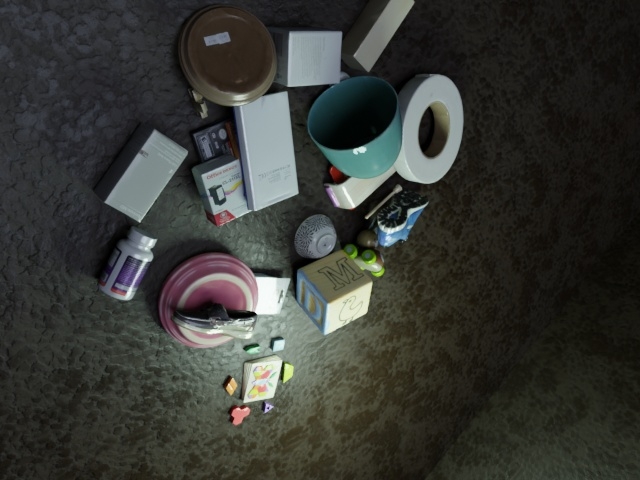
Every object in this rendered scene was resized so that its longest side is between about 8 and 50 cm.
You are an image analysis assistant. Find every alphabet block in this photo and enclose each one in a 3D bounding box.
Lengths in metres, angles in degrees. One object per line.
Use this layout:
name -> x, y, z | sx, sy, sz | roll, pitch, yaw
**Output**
alphabet block -> 0.045, 0.183, 2.056 | 0.197, 0.193, 0.192 | -25, 143, -25

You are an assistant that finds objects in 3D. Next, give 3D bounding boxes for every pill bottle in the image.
pill bottle -> -0.546, 0.063, 1.635 | 0.108, 0.108, 0.194 | 25, 96, -42

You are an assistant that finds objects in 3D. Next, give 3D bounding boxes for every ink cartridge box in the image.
ink cartridge box -> -0.203, 0.185, 2.002 | 0.179, 0.045, 0.146 | 5, 108, -44
ink cartridge box -> -0.290, -0.151, 1.700 | 0.127, 0.072, 0.175 | -28, 125, -23

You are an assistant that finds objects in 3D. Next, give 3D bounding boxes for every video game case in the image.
video game case -> -0.245, -0.249, 1.760 | 0.248, 0.035, 0.275 | -29, 125, -23

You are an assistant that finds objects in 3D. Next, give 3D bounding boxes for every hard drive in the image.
hard drive -> -0.159, -0.271, 1.723 | 0.210, 0.040, 0.319 | -28, 119, -47

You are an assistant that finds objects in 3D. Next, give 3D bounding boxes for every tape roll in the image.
tape roll -> 0.388, -0.404, 2.081 | 0.391, 0.072, 0.392 | -16, 113, -42

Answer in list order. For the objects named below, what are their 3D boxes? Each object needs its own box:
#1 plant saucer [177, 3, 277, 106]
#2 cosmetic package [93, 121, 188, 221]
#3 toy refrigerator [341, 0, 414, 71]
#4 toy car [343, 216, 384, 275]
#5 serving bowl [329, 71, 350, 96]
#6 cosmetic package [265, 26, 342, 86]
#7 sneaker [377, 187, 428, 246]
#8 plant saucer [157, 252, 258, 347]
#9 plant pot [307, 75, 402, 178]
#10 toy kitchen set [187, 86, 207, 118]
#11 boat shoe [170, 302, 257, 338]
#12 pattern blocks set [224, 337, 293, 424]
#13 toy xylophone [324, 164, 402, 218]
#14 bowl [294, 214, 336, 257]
plant saucer -> -0.245, -0.506, 1.556 | 0.277, 0.041, 0.278 | 0, 90, -22
cosmetic package -> -0.490, -0.186, 1.561 | 0.127, 0.107, 0.238 | 34, 86, -45
toy refrigerator -> 0.175, -0.675, 1.823 | 0.094, 0.102, 0.270 | 33, 89, -42
toy car -> 0.189, 0.013, 2.155 | 0.189, 0.148, 0.155 | -66, 153, -14
serving bowl -> 0.071, -0.508, 1.874 | 0.083, 0.027, 0.083 | -16, 121, -29
cosmetic package -> -0.054, -0.543, 1.681 | 0.183, 0.151, 0.152 | -12, 118, -31
sneaker -> 0.297, -0.084, 2.166 | 0.330, 0.129, 0.147 | -39, 152, -44
plant saucer -> -0.348, 0.205, 1.840 | 0.331, 0.084, 0.332 | -10, 115, -23
plant pot -> 0.132, -0.336, 1.846 | 0.293, 0.293, 0.235 | -46, 145, -9
toy kitchen set -> -0.316, -0.394, 1.612 | 0.075, 0.068, 0.083 | -31, 127, -21
boat shoe -> -0.320, 0.236, 1.762 | 0.285, 0.102, 0.093 | 17, 96, -36
pattern blocks set -> -0.226, 0.525, 2.156 | 0.285, 0.026, 0.325 | -16, 120, -31
toy xylophone -> 0.170, -0.221, 2.053 | 0.322, 0.081, 0.236 | -35, 128, -18
bowl -> 0.000, 0.000, 2.034 | 0.170, 0.080, 0.170 | -17, 122, -31
